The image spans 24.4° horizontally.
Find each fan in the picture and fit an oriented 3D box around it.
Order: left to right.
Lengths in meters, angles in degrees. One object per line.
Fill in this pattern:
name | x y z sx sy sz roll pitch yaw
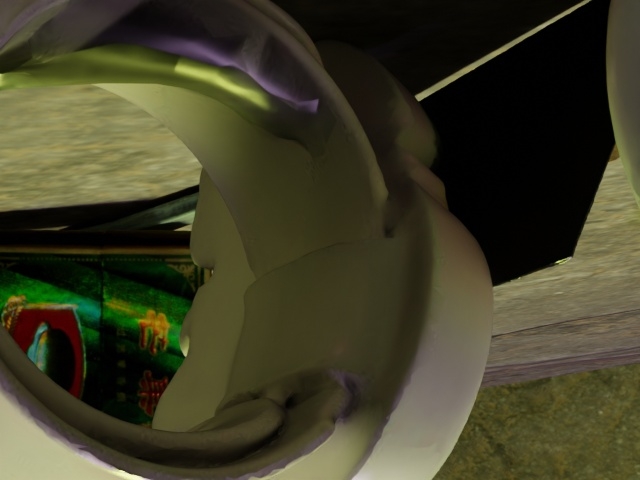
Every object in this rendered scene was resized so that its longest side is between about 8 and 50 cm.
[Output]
fan | -0.079 -0.020 0.922 0.057 0.023 0.282 14 157 -42

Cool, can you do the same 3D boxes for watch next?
watch | -0.071 -0.005 0.584 0.231 0.244 0.196 22 151 -27

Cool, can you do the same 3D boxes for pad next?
pad | 0.062 -0.030 0.675 0.006 0.170 0.245 35 150 -17

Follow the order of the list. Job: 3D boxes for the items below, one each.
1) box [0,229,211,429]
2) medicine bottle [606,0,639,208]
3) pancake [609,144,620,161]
box | -0.188 0.075 0.926 0.240 0.159 0.071 0 172 -14
medicine bottle | 0.271 -0.057 0.513 0.316 0.202 0.202 2 165 -42
pancake | 0.139 -0.052 0.947 0.115 0.011 0.115 -6 170 -1
